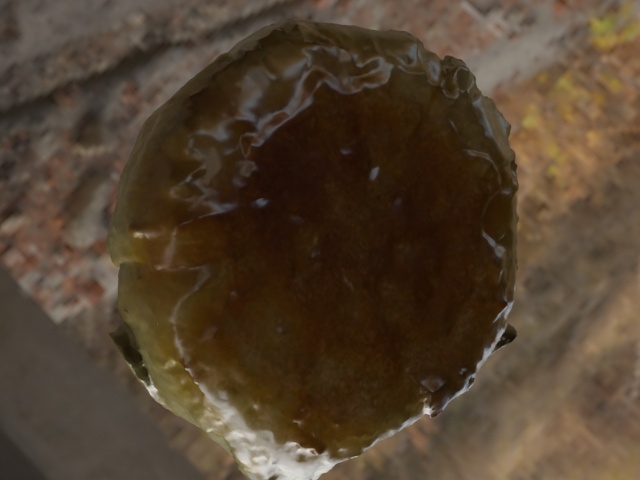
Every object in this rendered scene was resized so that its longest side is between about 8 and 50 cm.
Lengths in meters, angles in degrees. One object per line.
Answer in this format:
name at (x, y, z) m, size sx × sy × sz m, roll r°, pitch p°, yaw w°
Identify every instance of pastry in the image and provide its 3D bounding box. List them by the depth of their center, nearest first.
pastry at (-0.005, 0.000, 1.015) m, size 0.257 × 0.236 × 0.121 m, roll -31°, pitch -167°, yaw -25°
